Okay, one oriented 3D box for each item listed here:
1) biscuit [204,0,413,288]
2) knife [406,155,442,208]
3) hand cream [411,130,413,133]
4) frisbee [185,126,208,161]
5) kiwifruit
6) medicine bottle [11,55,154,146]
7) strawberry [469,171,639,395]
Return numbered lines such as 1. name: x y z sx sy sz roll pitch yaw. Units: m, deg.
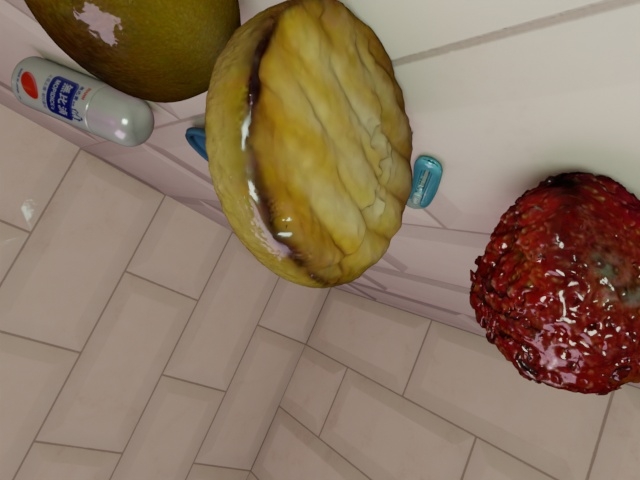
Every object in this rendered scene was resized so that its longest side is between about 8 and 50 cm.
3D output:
1. biscuit: 0.000 -0.099 0.465 0.101 0.297 0.296 2 158 39
2. knife: 0.183 -0.098 0.785 0.064 0.032 0.222 26 170 10
3. hand cream: 0.075 -0.157 0.738 0.083 0.048 0.224 26 164 -11
4. frisbee: -0.205 -0.206 1.082 0.289 0.049 0.289 27 170 5
5. kiwifruit: -0.184 -0.248 0.445 0.195 0.196 0.234 23 176 7
6. medicine bottle: -0.572 -0.335 1.055 0.340 0.131 0.130 24 170 7
7. strawberry: 0.312 0.036 0.548 0.274 0.274 0.220 10 147 54
